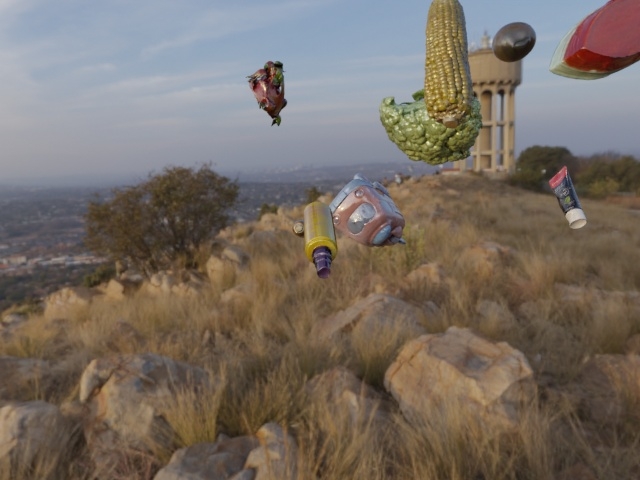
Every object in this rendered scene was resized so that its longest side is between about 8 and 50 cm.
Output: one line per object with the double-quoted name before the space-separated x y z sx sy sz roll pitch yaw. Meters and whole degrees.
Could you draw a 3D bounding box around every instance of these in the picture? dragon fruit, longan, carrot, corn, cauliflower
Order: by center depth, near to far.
"corn" 0.260 -0.372 0.991 0.097 0.319 0.097 4 -22 2
"cauliflower" 0.293 -0.325 1.230 0.275 0.250 0.272 26 1 27
"longan" 0.499 -0.509 1.241 0.106 0.106 0.119 -1 26 0
"dragon fruit" -0.153 -0.442 1.420 0.142 0.175 0.138 21 18 -30
"carrot" -0.055 -0.041 1.820 0.070 0.070 0.342 -1 0 4

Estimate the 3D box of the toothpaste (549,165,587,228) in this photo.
"toothpaste" 0.696 -0.120 1.366 0.045 0.193 0.071 10 -37 -15

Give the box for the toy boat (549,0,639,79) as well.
"toy boat" 0.655 -0.451 1.067 0.332 0.145 0.133 -28 -4 -9

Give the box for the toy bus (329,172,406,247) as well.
"toy bus" 0.175 -0.078 1.677 0.232 0.197 0.294 50 18 27

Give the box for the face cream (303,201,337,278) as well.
"face cream" 0.000 0.000 1.169 0.078 0.078 0.273 -2 32 -3
